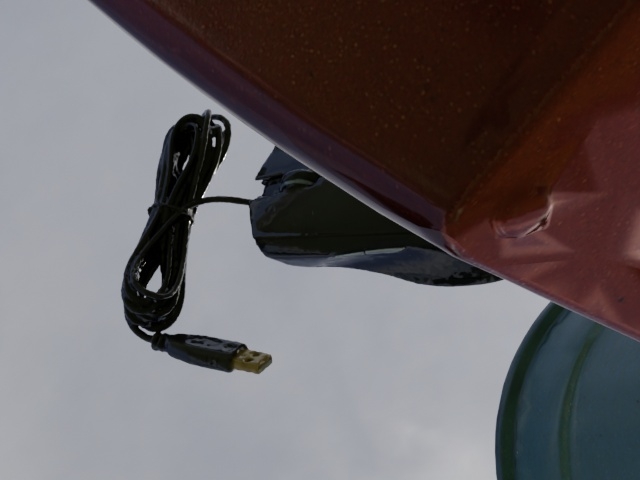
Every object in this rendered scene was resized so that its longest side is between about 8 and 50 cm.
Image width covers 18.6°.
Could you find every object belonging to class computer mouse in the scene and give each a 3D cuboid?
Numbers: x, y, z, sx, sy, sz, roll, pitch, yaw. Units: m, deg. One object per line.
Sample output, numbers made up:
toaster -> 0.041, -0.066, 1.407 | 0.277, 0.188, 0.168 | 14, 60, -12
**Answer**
computer mouse -> 0.000, 0.000, 1.193 | 0.262, 0.060, 0.184 | 10, -119, 17

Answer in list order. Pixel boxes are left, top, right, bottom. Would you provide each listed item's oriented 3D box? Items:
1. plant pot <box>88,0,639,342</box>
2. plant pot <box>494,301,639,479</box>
plant pot -> 0.095, -0.109, 0.622 | 0.267, 0.236, 0.267 | 24, -67, -43
plant pot -> 0.342, 0.144, 1.370 | 0.341, 0.334, 0.341 | 3, -100, -17
